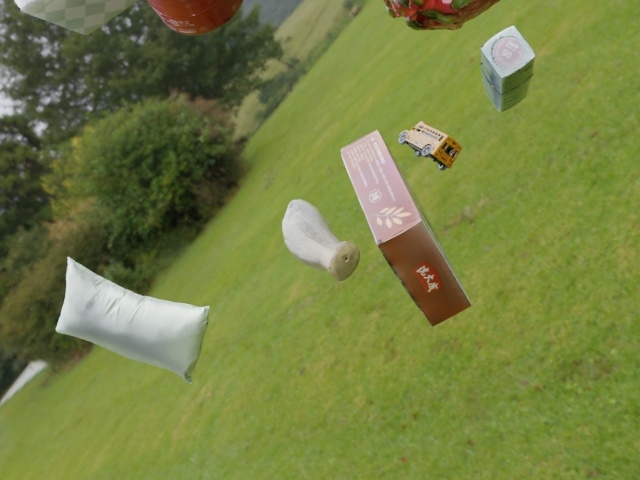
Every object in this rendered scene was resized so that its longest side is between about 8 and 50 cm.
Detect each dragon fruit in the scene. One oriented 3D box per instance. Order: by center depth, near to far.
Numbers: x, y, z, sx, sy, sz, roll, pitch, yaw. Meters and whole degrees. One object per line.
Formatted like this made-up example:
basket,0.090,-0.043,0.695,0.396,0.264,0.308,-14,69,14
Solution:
dragon fruit,0.278,-0.588,1.654,0.302,0.237,0.231,-13,11,5

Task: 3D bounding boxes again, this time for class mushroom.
mushroom,-0.009,0.005,1.593,0.108,0.096,0.247,-44,41,-2

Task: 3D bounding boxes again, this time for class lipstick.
lipstick,0.343,-0.307,1.372,0.077,0.076,0.289,-35,-8,10

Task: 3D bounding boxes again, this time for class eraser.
eraser,-0.502,-0.595,1.648,0.396,0.213,0.082,-16,72,40

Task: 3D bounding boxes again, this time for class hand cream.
hand cream,-0.243,-0.496,1.400,0.193,0.193,0.125,-55,-23,-7

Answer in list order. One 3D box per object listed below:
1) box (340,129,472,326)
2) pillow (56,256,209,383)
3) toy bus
box,0.211,-0.035,1.881,0.122,0.345,0.385,-29,41,9
pillow,-0.300,0.124,1.176,0.078,0.253,0.144,-56,-18,-58
toy bus,0.295,-0.263,2.022,0.088,0.083,0.194,-54,33,5
